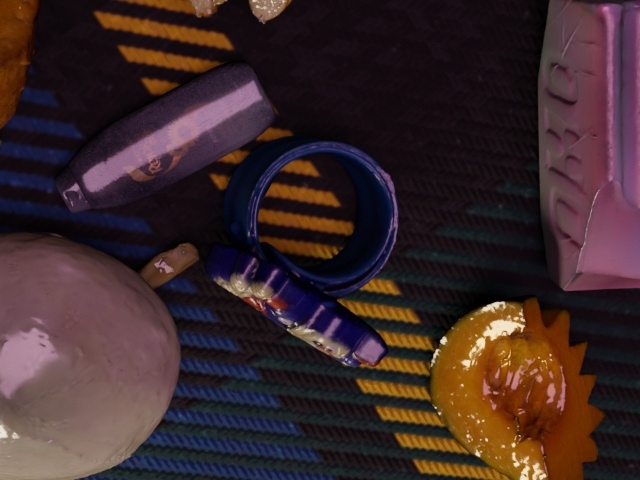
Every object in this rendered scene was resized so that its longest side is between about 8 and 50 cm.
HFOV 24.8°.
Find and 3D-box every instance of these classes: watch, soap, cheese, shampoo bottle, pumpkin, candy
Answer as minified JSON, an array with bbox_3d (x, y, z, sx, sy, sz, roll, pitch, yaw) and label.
[{"bbox_3d":[-0.008,-0.004,1.515,0.196,0.171,0.200,32,84,-30],"label":"watch"},{"bbox_3d":[0.304,-0.101,1.533,0.109,0.193,0.324,-7,107,-9],"label":"soap"},{"bbox_3d":[-0.167,0.029,1.538,0.083,0.044,0.030,-32,93,-1],"label":"cheese"},{"bbox_3d":[-0.162,-0.102,1.501,0.233,0.049,0.087,-28,107,-4],"label":"shampoo bottle"},{"bbox_3d":[0.220,0.169,1.649,0.130,0.149,0.254,-29,110,-50],"label":"pumpkin"},{"bbox_3d":[-0.289,0.128,1.455,0.295,0.185,0.295,-2,108,-5],"label":"candy"}]

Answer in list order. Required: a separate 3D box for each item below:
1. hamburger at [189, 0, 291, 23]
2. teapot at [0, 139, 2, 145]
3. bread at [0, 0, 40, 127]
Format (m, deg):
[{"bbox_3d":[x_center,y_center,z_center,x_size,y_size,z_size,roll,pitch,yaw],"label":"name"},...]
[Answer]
[{"bbox_3d":[-0.062,-0.362,1.393,0.144,0.157,0.283,6,126,-8],"label":"hamburger"},{"bbox_3d":[-0.385,-0.057,1.457,0.091,0.124,0.092,30,138,-3],"label":"teapot"},{"bbox_3d":[-0.382,-0.230,1.295,0.312,0.312,0.172,31,138,-18],"label":"bread"}]
